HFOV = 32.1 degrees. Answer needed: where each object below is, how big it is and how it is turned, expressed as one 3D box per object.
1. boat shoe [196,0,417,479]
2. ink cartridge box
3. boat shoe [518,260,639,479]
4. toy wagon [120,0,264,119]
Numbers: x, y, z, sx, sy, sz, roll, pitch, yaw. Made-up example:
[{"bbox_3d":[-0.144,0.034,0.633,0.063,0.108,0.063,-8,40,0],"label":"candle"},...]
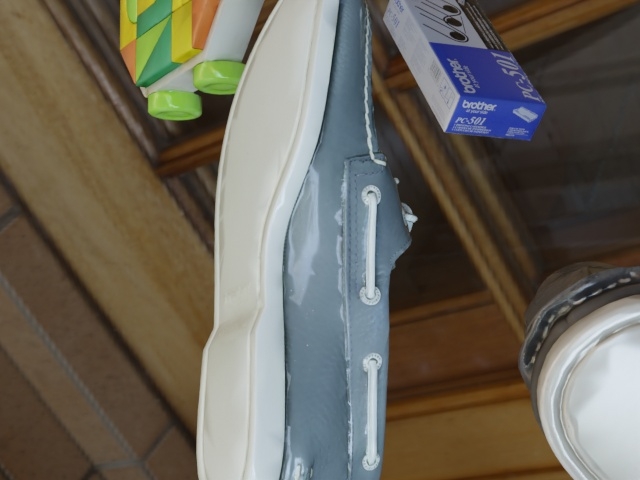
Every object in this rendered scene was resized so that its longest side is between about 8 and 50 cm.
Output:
[{"bbox_3d":[0.000,0.000,0.644,0.099,0.116,0.319,11,79,-26],"label":"boat shoe"},{"bbox_3d":[0.141,-0.182,1.123,0.097,0.046,0.207,3,41,-22],"label":"ink cartridge box"},{"bbox_3d":[0.203,0.137,0.457,0.335,0.112,0.095,50,13,-10],"label":"boat shoe"},{"bbox_3d":[-0.108,-0.272,1.071,0.068,0.344,0.267,3,82,-29],"label":"toy wagon"}]
